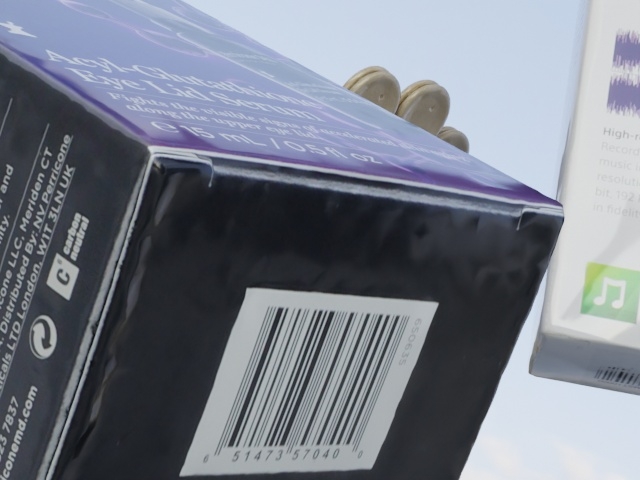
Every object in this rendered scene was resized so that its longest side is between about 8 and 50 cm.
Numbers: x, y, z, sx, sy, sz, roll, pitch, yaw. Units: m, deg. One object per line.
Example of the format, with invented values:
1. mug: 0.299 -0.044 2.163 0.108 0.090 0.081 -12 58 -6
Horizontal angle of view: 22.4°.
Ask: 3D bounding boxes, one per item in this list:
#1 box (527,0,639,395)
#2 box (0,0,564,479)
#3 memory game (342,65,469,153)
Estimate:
1. box: 0.221 -0.080 0.663 0.232 0.322 0.058 11 -21 3
2. box: -0.064 -0.007 0.465 0.153 0.108 0.207 5 21 -46
3. memory game: 0.000 0.000 0.763 0.012 0.186 0.186 39 -9 35
